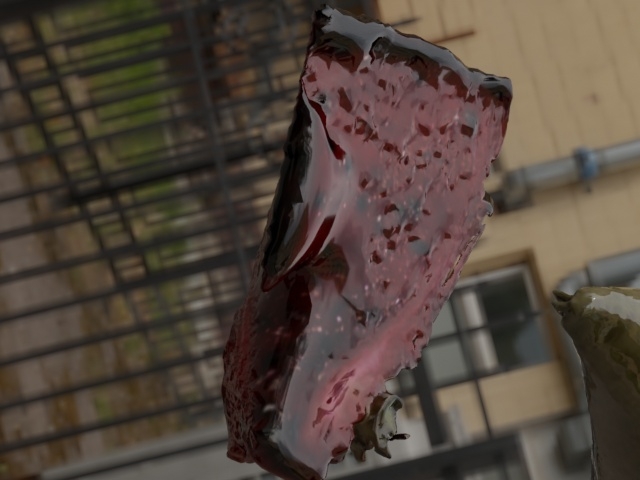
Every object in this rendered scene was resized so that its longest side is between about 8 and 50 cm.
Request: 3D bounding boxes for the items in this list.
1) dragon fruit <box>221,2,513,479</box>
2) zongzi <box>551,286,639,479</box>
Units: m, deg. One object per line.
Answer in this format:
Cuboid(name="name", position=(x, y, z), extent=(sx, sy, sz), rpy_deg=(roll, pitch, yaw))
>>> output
Cuboid(name="dragon fruit", position=(0.019, 0.006, 0.686), extent=(0.122, 0.092, 0.192), rpy_deg=(104, 1, -67))
Cuboid(name="zongzi", position=(0.168, 0.223, 1.077), extent=(0.467, 0.500, 0.218), rpy_deg=(19, 34, -32))
